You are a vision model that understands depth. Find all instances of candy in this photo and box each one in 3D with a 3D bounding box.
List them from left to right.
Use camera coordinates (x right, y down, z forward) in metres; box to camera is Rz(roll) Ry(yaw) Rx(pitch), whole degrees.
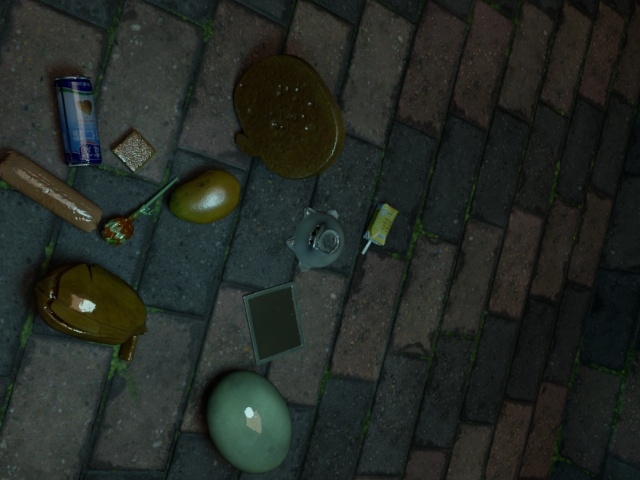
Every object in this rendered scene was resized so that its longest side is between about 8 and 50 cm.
[{"bbox_3d":[-0.523,-0.094,1.566,0.287,0.084,0.078,-50,120,-28],"label":"candy"}]

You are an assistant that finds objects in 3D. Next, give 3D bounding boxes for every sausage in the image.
[{"bbox_3d":[-0.719,-0.127,1.425,0.289,0.086,0.086,39,76,-26],"label":"sausage"}]

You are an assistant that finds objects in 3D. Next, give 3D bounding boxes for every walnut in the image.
[{"bbox_3d":[-0.610,0.182,1.463,0.336,0.209,0.208,41,74,-40],"label":"walnut"}]

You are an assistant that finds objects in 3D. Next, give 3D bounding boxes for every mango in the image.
[{"bbox_3d":[-0.348,-0.126,1.626,0.221,0.120,0.151,-34,108,-16],"label":"mango"}]

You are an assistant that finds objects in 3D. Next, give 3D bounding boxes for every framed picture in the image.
[{"bbox_3d":[-0.156,0.284,1.839,0.197,0.014,0.252,-15,102,-28],"label":"framed picture"}]

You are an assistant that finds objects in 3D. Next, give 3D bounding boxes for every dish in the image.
[{"bbox_3d":[0.000,0.000,1.859,0.228,0.086,0.236,8,91,-31],"label":"dish"}]

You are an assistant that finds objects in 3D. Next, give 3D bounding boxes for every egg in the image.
[{"bbox_3d":[-0.224,0.577,1.691,0.259,0.259,0.351,-26,110,-26],"label":"egg"}]

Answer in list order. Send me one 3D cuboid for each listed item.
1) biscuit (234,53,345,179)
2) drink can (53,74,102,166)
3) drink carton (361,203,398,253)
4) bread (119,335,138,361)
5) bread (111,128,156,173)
[{"bbox_3d":[-0.111,-0.371,1.656,0.394,0.351,0.070,65,23,2],"label":"biscuit"},{"bbox_3d":[-0.653,-0.319,1.439,0.097,0.097,0.234,-9,99,-29],"label":"drink can"},{"bbox_3d":[0.213,-0.037,1.989,0.084,0.075,0.199,29,79,-29],"label":"drink carton"},{"bbox_3d":[-0.569,0.315,1.585,0.036,0.047,0.083,15,89,-61],"label":"bread"},{"bbox_3d":[-0.541,-0.257,1.545,0.094,0.035,0.090,-50,117,-17],"label":"bread"}]
